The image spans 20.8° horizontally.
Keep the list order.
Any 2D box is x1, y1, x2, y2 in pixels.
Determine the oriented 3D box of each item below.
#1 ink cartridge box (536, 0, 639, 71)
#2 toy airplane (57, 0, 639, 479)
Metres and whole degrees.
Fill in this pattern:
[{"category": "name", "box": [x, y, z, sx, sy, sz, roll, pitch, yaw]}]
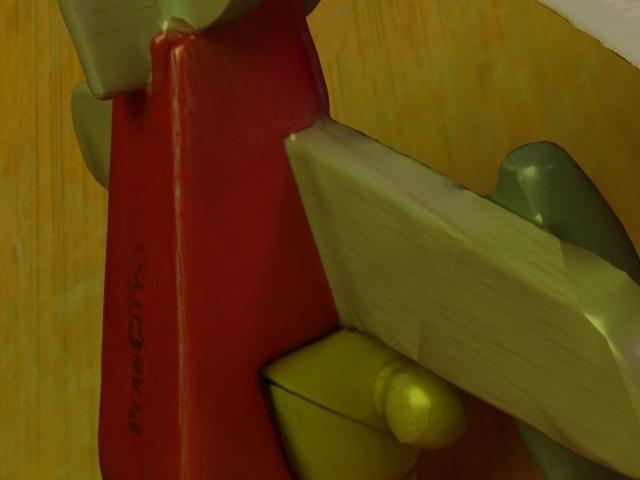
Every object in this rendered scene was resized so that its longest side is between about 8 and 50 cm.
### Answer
[{"category": "ink cartridge box", "box": [0.215, -0.124, 0.652, 0.385, 0.091, 0.308, -21, 40, -22]}, {"category": "toy airplane", "box": [0.000, 0.000, 0.764, 0.384, 0.272, 0.386, -56, 45, 49]}]
